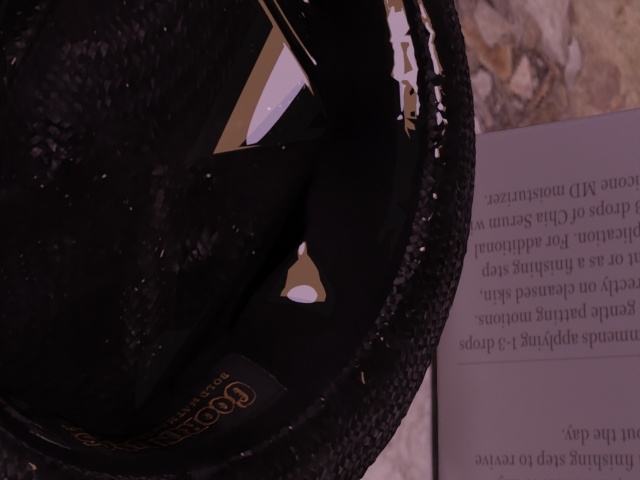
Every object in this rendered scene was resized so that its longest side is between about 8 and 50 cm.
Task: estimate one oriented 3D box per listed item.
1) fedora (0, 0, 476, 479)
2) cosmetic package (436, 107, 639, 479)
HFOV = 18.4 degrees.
[{"bbox_3d":[-0.094,-0.033,0.734,0.334,0.152,0.334,10,76,-43],"label":"fedora"},{"bbox_3d":[0.188,0.170,0.913,0.161,0.230,0.453,6,82,-42],"label":"cosmetic package"}]
